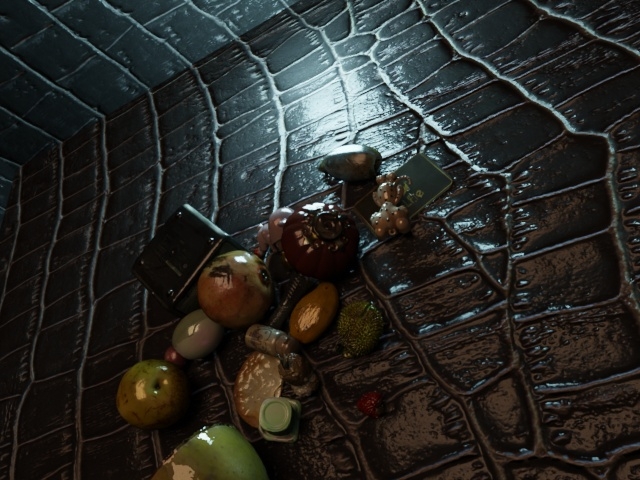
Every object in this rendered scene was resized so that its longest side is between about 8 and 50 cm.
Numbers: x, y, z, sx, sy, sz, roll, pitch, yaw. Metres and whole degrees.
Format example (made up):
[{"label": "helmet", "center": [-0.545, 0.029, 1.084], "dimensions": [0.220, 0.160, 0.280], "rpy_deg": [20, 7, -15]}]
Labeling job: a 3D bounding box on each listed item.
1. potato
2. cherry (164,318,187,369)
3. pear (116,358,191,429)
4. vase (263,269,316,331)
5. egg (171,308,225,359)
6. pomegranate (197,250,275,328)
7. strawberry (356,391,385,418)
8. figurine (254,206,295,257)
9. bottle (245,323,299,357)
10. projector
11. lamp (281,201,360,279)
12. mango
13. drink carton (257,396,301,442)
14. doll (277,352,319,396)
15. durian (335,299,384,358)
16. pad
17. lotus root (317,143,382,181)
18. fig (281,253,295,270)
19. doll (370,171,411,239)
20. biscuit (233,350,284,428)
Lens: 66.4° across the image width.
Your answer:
[{"label": "potato", "center": [-0.317, 0.796, 1.461], "dimensions": [0.319, 0.442, 0.385], "rpy_deg": [37, 71, 26]}, {"label": "cherry", "center": [-0.604, 0.443, 2.043], "dimensions": [0.107, 0.090, 0.226], "rpy_deg": [-36, 51, 32]}, {"label": "pear", "center": [-0.635, 0.589, 1.867], "dimensions": [0.280, 0.281, 0.281], "rpy_deg": [-14, 56, 22]}, {"label": "vase", "center": [-0.123, 0.241, 1.893], "dimensions": [0.115, 0.115, 0.237], "rpy_deg": [26, 82, 38]}, {"label": "egg", "center": [-0.478, 0.365, 1.959], "dimensions": [0.217, 0.183, 0.183], "rpy_deg": [-49, 50, 5]}, {"label": "pomegranate", "center": [-0.322, 0.191, 1.896], "dimensions": [0.322, 0.322, 0.322], "rpy_deg": [-14, 56, 22]}, {"label": "strawberry", "center": [0.161, 0.529, 1.574], "dimensions": [0.096, 0.083, 0.083], "rpy_deg": [-18, 55, 28]}, {"label": "figurine", "center": [-0.173, -0.029, 2.070], "dimensions": [0.287, 0.186, 0.176], "rpy_deg": [-25, 10, 39]}, {"label": "bottle", "center": [-0.169, 0.377, 1.784], "dimensions": [0.209, 0.110, 0.097], "rpy_deg": [9, 45, 37]}, {"label": "projector", "center": [-0.571, 0.098, 2.135], "dimensions": [0.395, 0.242, 0.405], "rpy_deg": [33, 82, 37]}, {"label": "lamp", "center": [0.000, 0.000, 1.855], "dimensions": [0.303, 0.257, 0.303], "rpy_deg": [6, 63, -13]}, {"label": "mango", "center": [-0.023, 0.262, 1.813], "dimensions": [0.157, 0.109, 0.262], "rpy_deg": [14, 69, 39]}, {"label": "drink carton", "center": [-0.146, 0.590, 1.638], "dimensions": [0.144, 0.142, 0.146], "rpy_deg": [4, 64, 6]}, {"label": "doll", "center": [-0.089, 0.447, 1.671], "dimensions": [0.105, 0.221, 0.115], "rpy_deg": [-17, 41, 34]}, {"label": "durian", "center": [0.142, 0.305, 1.676], "dimensions": [0.159, 0.146, 0.198], "rpy_deg": [-5, 75, 27]}, {"label": "pad", "center": [0.325, -0.173, 1.907], "dimensions": [0.375, 0.063, 0.315], "rpy_deg": [-40, 51, 4]}, {"label": "lotus root", "center": [0.106, -0.332, 2.076], "dimensions": [0.322, 0.140, 0.158], "rpy_deg": [6, 66, 35]}, {"label": "fig", "center": [-0.115, 0.086, 1.997], "dimensions": [0.088, 0.074, 0.074], "rpy_deg": [-6, 56, -5]}, {"label": "doll", "center": [0.268, -0.135, 1.859], "dimensions": [0.154, 0.119, 0.278], "rpy_deg": [-6, 60, 26]}, {"label": "biscuit", "center": [-0.222, 0.523, 1.810], "dimensions": [0.204, 0.040, 0.309], "rpy_deg": [7, 64, 30]}]
